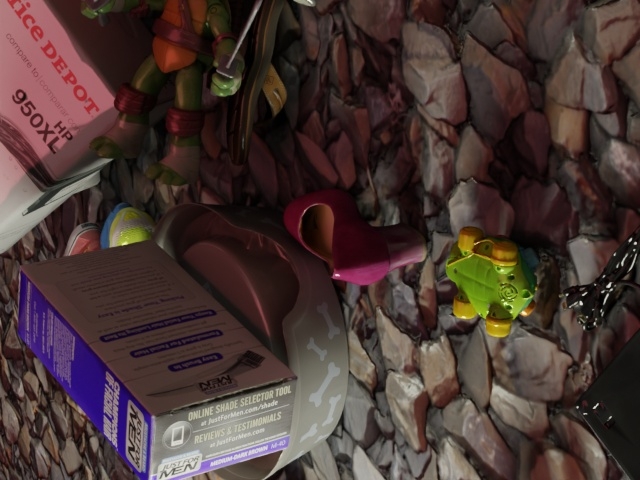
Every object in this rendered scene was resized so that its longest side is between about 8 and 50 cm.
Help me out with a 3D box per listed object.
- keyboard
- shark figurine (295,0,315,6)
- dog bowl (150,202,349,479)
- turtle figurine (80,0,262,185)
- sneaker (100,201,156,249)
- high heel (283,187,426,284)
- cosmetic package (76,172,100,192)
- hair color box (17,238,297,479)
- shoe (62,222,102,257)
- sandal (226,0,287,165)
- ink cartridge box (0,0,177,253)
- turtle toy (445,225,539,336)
[{"bbox_3d":[0.308,0.073,1.330,0.201,0.033,0.317,55,140,21],"label":"keyboard"},{"bbox_3d":[-0.065,-0.398,1.662,0.166,0.116,0.278,33,154,28],"label":"shark figurine"},{"bbox_3d":[-0.091,0.116,1.891,0.349,0.102,0.349,23,119,51],"label":"dog bowl"},{"bbox_3d":[-0.188,-0.203,1.753,0.275,0.198,0.266,-99,23,-70],"label":"turtle figurine"},{"bbox_3d":[-0.259,0.054,2.166,0.126,0.091,0.240,-121,32,-59],"label":"sneaker"},{"bbox_3d":[0.000,0.000,1.696,0.244,0.117,0.082,25,121,51],"label":"high heel"},{"bbox_3d":[-0.443,-0.248,2.202,0.197,0.155,0.365,7,107,27],"label":"cosmetic package"},{"bbox_3d":[-0.196,0.132,1.793,0.339,0.185,0.110,38,131,46],"label":"hair color box"},{"bbox_3d":[-0.352,0.063,2.308,0.081,0.063,0.178,58,139,36],"label":"shoe"},{"bbox_3d":[-0.063,-0.187,1.789,0.090,0.060,0.219,-126,49,-70],"label":"sandal"},{"bbox_3d":[-0.415,-0.182,2.028,0.395,0.166,0.285,-37,89,27],"label":"ink cartridge box"},{"bbox_3d":[0.165,0.031,1.501,0.130,0.066,0.095,29,122,50],"label":"turtle toy"}]
